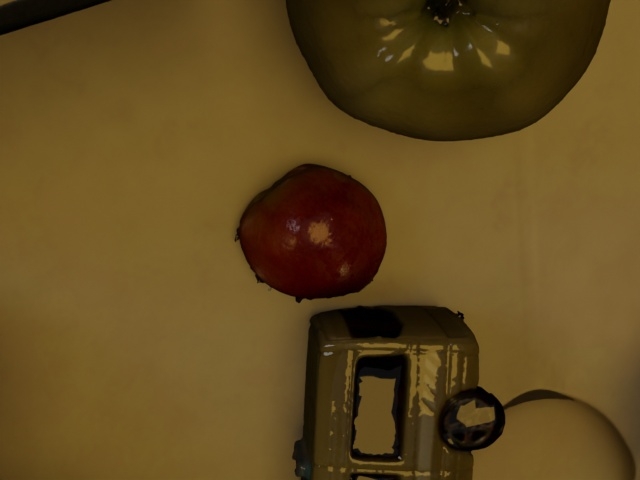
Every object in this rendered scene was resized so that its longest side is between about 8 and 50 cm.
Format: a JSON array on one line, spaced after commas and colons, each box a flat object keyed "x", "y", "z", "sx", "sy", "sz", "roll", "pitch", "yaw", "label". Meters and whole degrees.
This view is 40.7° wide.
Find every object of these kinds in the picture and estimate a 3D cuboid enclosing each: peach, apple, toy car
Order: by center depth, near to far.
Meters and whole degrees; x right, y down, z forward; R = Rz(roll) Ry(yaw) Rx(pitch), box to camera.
[{"x": 0.069, "y": -0.143, "z": 0.476, "sx": 0.199, "sy": 0.200, "sz": 0.200, "roll": -2, "pitch": 101, "yaw": -10, "label": "apple"}, {"x": -0.001, "y": -0.001, "z": 0.548, "sx": 0.098, "sy": 0.061, "sz": 0.098, "roll": -1, "pitch": 94, "yaw": -12, "label": "peach"}, {"x": 0.043, "y": 0.172, "z": 0.570, "sx": 0.124, "sy": 0.101, "sz": 0.257, "roll": 2, "pitch": 99, "yaw": -6, "label": "toy car"}]

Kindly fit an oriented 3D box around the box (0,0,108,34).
[{"x": -0.219, "y": -0.169, "z": 0.356, "sx": 0.345, "sy": 0.251, "sz": 0.205, "roll": -22, "pitch": 109, "yaw": -13, "label": "box"}]
